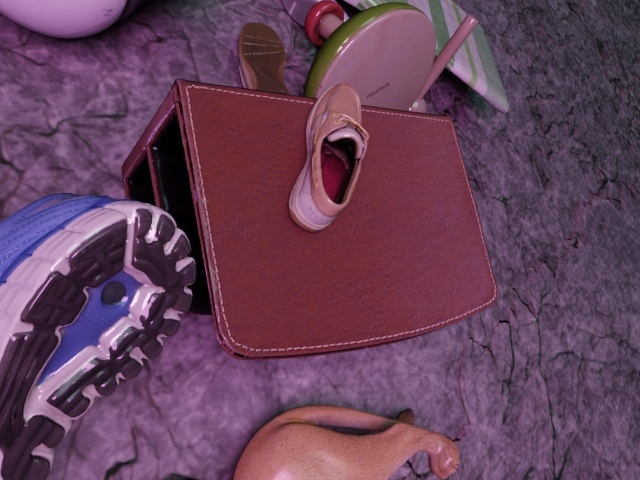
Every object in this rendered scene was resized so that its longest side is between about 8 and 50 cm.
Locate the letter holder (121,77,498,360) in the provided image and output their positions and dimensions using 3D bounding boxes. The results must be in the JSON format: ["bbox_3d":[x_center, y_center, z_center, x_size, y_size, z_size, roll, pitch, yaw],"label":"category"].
[{"bbox_3d":[0.000,0.000,0.496,0.302,0.152,0.214,-4,75,-37],"label":"letter holder"}]

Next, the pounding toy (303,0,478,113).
[{"bbox_3d":[0.052,-0.215,0.638,0.237,0.183,0.110,-19,56,-40],"label":"pounding toy"}]

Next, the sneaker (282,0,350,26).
[{"bbox_3d":[0.003,-0.297,0.699,0.152,0.054,0.061,52,34,-9],"label":"sneaker"}]

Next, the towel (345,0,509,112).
[{"bbox_3d":[0.145,-0.345,0.796,0.325,0.038,0.248,26,44,-26],"label":"towel"}]

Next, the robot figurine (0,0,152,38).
[{"bbox_3d":[-0.194,-0.302,0.469,0.278,0.209,0.173,-59,137,-37],"label":"robot figurine"}]

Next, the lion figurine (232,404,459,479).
[{"bbox_3d":[-0.031,0.261,0.387,0.240,0.142,0.392,29,41,-14],"label":"lion figurine"}]

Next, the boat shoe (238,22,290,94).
[{"bbox_3d":[-0.065,-0.181,0.602,0.056,0.048,0.153,-6,67,-25],"label":"boat shoe"}]

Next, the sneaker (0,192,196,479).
[{"bbox_3d":[-0.227,0.098,0.316,0.330,0.147,0.130,-50,139,-23],"label":"sneaker"}]

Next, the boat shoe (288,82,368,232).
[{"bbox_3d":[0.015,-0.071,0.407,0.050,0.045,0.135,25,61,-27],"label":"boat shoe"}]
